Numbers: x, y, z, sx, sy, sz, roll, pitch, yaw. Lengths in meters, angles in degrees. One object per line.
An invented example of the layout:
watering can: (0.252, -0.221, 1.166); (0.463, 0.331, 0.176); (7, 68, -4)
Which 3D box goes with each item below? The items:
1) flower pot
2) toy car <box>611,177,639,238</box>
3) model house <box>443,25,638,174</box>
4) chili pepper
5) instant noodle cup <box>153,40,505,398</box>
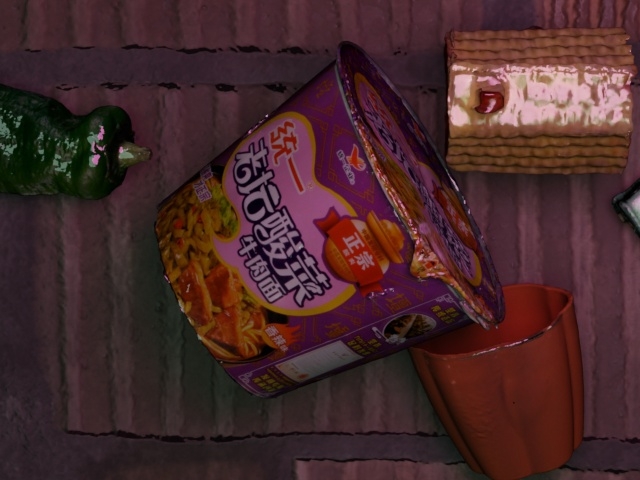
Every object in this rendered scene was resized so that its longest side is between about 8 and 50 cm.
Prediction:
flower pot: (0.206, 0.158, 1.584); (0.190, 0.191, 0.173); (-17, 107, 6)
toy car: (0.468, 0.043, 1.583); (0.141, 0.097, 0.321); (-37, 92, 6)
model house: (0.225, -0.145, 1.509); (0.195, 0.254, 0.160); (1, 98, 5)
chili pepper: (-0.318, -0.113, 1.629); (0.270, 0.099, 0.136); (10, 87, 8)
instant noodle cup: (0.000, 0.000, 1.515); (0.266, 0.340, 0.340); (-29, 92, 14)
